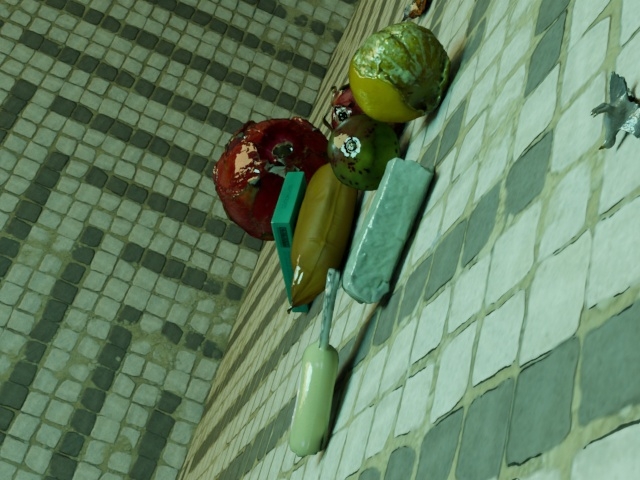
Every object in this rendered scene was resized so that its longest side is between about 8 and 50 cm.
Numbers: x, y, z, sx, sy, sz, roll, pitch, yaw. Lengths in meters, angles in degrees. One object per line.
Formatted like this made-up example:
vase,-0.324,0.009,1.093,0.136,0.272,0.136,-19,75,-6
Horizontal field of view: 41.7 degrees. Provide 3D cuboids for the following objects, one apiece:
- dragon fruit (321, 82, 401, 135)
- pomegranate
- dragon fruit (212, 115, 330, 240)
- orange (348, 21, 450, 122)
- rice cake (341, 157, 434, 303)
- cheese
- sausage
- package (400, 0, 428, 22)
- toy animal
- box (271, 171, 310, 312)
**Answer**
dragon fruit,0.076,-0.213,1.458,0.166,0.136,0.133,-22,-70,-56
pomegranate,0.069,-0.140,1.360,0.130,0.130,0.130,-157,90,-82
dragon fruit,-0.102,-0.150,1.976,0.301,0.296,0.295,100,-172,-64
orange,0.120,-0.244,1.237,0.156,0.134,0.156,-31,-33,-23
rice cake,0.086,-0.014,1.086,0.069,0.063,0.206,119,173,-89
cheese,0.000,0.154,1.107,0.127,0.050,0.235,-62,-20,-81
sausage,0.000,-0.003,1.503,0.112,0.112,0.328,121,168,-48
package,0.206,-0.488,1.748,0.077,0.033,0.111,-46,12,-25
toy animal,0.207,-0.087,0.592,0.050,0.028,0.084,-54,12,27
box,-0.044,0.004,1.628,0.161,0.042,0.226,-74,-21,-49
